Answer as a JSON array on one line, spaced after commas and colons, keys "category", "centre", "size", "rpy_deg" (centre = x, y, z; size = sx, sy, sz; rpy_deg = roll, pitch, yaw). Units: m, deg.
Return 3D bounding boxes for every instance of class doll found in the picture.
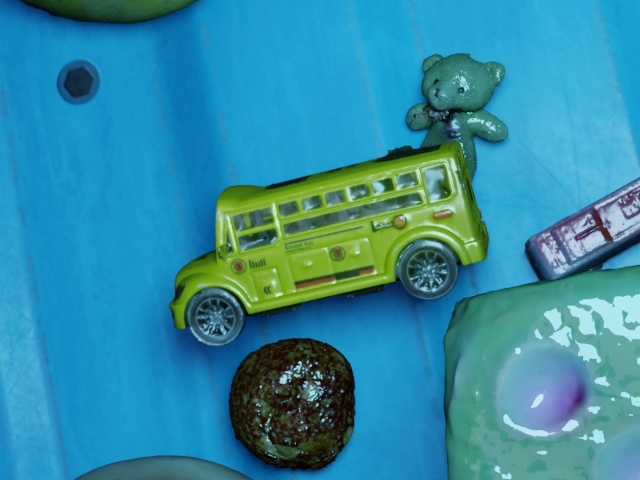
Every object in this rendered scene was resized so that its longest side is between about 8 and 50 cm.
[{"category": "doll", "centre": [0.139, -0.124, 1.255], "size": [0.115, 0.077, 0.150], "rpy_deg": [10, 98, 25]}]

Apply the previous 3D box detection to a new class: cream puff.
[{"category": "cream puff", "centre": [-0.031, 0.174, 1.256], "size": [0.149, 0.084, 0.149], "rpy_deg": [-1, 86, 15]}]

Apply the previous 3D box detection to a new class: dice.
[{"category": "dice", "centre": [0.286, 0.188, 1.055], "size": [0.319, 0.322, 0.330], "rpy_deg": [-6, 82, 14]}]

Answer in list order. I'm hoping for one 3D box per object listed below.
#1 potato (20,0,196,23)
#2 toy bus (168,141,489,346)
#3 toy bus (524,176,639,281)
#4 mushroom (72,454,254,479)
[{"category": "potato", "centre": [-0.240, -0.332, 1.333], "size": [0.298, 0.141, 0.176], "rpy_deg": [7, 99, 7]}, {"category": "toy bus", "centre": [0.000, 0.000, 1.219], "size": [0.330, 0.144, 0.152], "rpy_deg": [-13, 98, 11]}, {"category": "toy bus", "centre": [0.299, -0.019, 1.199], "size": [0.192, 0.077, 0.065], "rpy_deg": [-30, 75, 8]}, {"category": "mushroom", "centre": [-0.166, 0.392, 1.157], "size": [0.363, 0.294, 0.362], "rpy_deg": [-2, 84, 15]}]
